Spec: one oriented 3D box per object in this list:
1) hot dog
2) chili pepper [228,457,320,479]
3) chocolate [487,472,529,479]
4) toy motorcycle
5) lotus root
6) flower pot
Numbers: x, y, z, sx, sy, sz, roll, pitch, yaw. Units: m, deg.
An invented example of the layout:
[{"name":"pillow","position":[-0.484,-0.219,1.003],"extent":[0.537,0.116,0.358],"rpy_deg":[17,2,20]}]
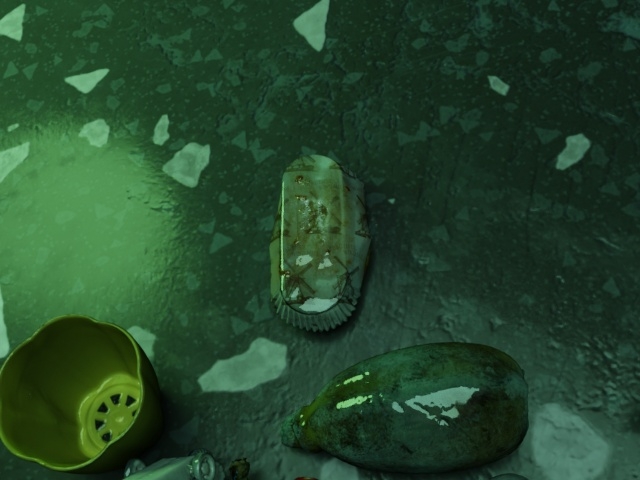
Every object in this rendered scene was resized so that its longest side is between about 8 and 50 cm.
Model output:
[{"name":"hot dog","position":[0.000,0.000,1.180],"extent":[0.144,0.075,0.268],"rpy_deg":[2,63,6]},{"name":"chili pepper","position":[0.048,0.363,0.971],"extent":[0.387,0.110,0.110],"rpy_deg":[17,70,31]},{"name":"chocolate","position":[0.184,0.332,1.001],"extent":[0.166,0.072,0.072],"rpy_deg":[-19,64,-2]},{"name":"toy motorcycle","position":[-0.186,0.343,0.969],"extent":[0.110,0.260,0.171],"rpy_deg":[-9,86,23]},{"name":"lotus root","position":[0.098,0.213,1.033],"extent":[0.322,0.140,0.158],"rpy_deg":[-9,65,8]},{"name":"flower pot","position":[-0.293,0.212,1.076],"extent":[0.195,0.179,0.195],"rpy_deg":[-3,67,7]}]
